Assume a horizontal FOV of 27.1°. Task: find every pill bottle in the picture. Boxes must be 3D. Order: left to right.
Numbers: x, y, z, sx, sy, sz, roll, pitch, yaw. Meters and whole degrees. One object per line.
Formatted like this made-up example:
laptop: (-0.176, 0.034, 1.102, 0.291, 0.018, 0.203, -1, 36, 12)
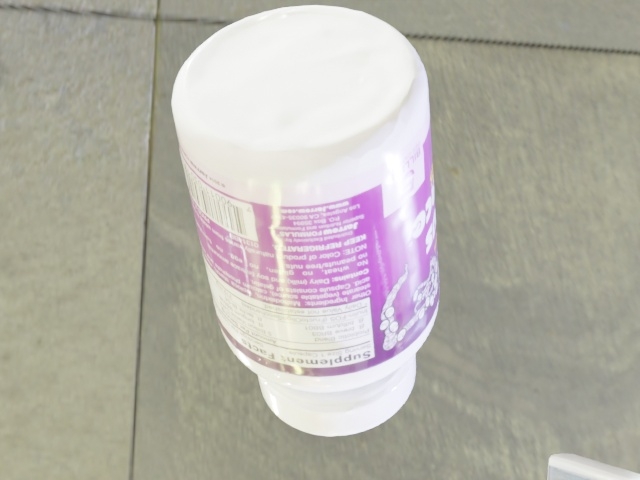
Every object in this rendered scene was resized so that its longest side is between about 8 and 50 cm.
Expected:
pill bottle: (0.000, 0.000, 0.945, 0.169, 0.169, 0.301, -9, 135, -2)

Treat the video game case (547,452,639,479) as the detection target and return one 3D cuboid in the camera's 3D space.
video game case: (0.184, 0.219, 0.724, 0.022, 0.190, 0.173, 3, 92, -28)
